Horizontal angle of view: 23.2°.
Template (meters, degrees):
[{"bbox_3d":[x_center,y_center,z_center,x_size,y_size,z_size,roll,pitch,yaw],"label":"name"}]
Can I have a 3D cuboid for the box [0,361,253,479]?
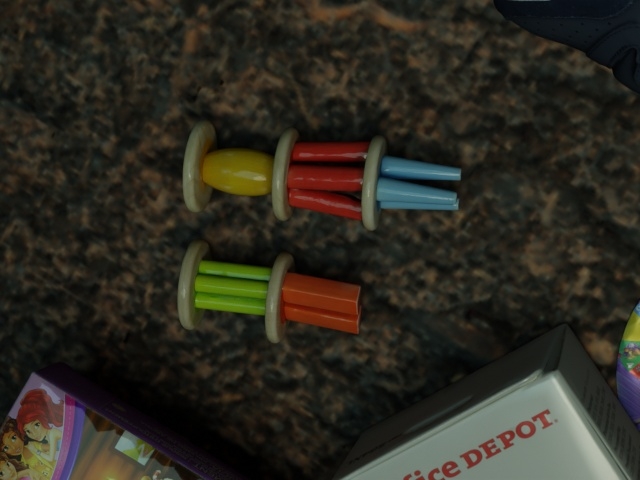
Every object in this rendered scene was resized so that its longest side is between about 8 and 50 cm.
[{"bbox_3d":[-0.141,0.244,0.872,0.201,0.057,0.293,31,96,5],"label":"box"}]

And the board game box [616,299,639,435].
[{"bbox_3d":[0.243,0.078,0.836,0.169,0.033,0.133,-5,104,14],"label":"board game box"}]

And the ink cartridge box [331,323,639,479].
[{"bbox_3d":[0.124,0.170,0.859,0.148,0.086,0.203,-31,96,21],"label":"ink cartridge box"}]

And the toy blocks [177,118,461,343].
[{"bbox_3d":[0.000,0.000,0.859,0.148,0.054,0.123,6,106,11],"label":"toy blocks"}]

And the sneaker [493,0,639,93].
[{"bbox_3d":[0.213,-0.056,0.768,0.282,0.099,0.153,11,103,7],"label":"sneaker"}]
